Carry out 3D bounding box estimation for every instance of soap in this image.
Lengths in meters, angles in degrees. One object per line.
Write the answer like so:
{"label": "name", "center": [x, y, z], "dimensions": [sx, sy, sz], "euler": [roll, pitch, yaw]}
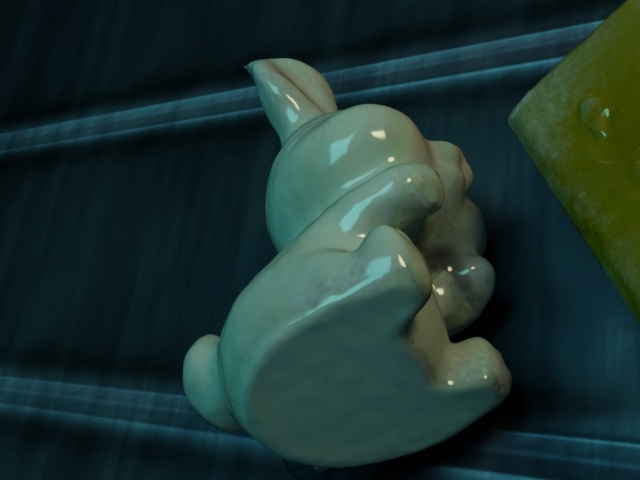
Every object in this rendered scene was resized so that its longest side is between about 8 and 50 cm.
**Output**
{"label": "soap", "center": [0.289, -0.056, 0.742], "dimensions": [0.259, 0.143, 0.281], "euler": [-40, 35, 13]}

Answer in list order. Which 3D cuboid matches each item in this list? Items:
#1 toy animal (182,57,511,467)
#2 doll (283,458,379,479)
{"label": "toy animal", "center": [0.009, -0.001, 0.910], "dimensions": [0.241, 0.196, 0.367], "euler": [-18, 42, 21]}
{"label": "doll", "center": [0.008, 0.175, 0.906], "dimensions": [0.083, 0.076, 0.050], "euler": [2, 101, 40]}
